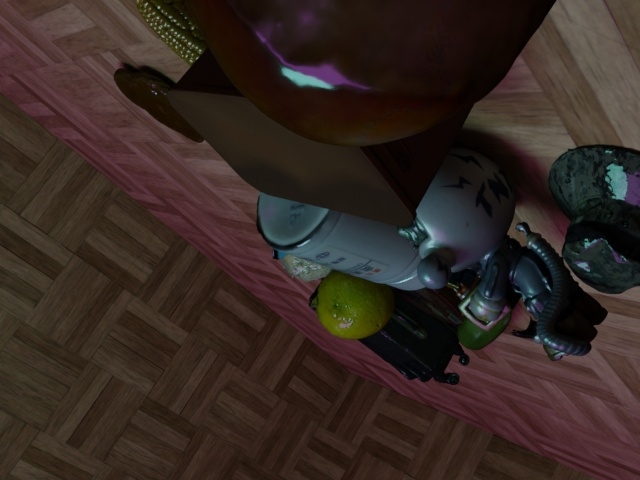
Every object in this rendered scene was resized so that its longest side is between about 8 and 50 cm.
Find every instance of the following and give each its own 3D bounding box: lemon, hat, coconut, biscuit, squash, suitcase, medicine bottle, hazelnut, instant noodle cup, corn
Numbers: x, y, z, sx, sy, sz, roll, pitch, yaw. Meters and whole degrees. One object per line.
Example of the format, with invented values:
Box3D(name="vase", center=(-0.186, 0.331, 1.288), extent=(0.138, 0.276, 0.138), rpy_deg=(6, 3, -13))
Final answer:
Box3D(name="lemon", center=(0.081, 0.141, 1.603), extent=(0.173, 0.206, 0.173), rpy_deg=(26, 123, 47))
Box3D(name="hat", center=(0.406, -0.001, 0.954), extent=(0.265, 0.128, 0.265), rpy_deg=(29, 160, 11))
Box3D(name="coconut", center=(0.000, -0.003, 1.649), extent=(0.194, 0.194, 0.194), rpy_deg=(30, 164, 9))
Box3D(name="biscuit", center=(-0.352, -0.317, 1.620), extent=(0.290, 0.041, 0.208), rpy_deg=(29, 165, 10))
Box3D(name="squash", center=(0.383, 0.194, 1.642), extent=(0.101, 0.101, 0.378), rpy_deg=(30, 163, 10))
Box3D(name="suitcase", center=(0.185, 0.213, 1.900), extent=(0.434, 0.194, 0.283), rpy_deg=(36, 164, -11))
Box3D(name="medicine bottle", center=(0.073, -0.033, 1.201), extent=(0.332, 0.190, 0.190), rpy_deg=(20, 177, -42))
Box3D(name="hazelnut", center=(0.026, -0.256, 0.552), extent=(0.366, 0.366, 0.366), rpy_deg=(30, 164, 9))
Box3D(name="instant noodle cup", center=(0.231, 0.079, 1.578), extent=(0.274, 0.091, 0.274), rpy_deg=(36, 169, 8))
Box3D(name="corn", center=(-0.181, -0.319, 1.169), extent=(0.313, 0.102, 0.102), rpy_deg=(35, 164, -10))

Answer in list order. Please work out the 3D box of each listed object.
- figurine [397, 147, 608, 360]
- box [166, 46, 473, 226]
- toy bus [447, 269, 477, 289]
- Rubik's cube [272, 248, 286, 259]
Box3D(name="figurine", center=(0.252, 0.008, 1.061), extent=(0.382, 0.261, 0.186), rpy_deg=(49, 122, 5))
Box3D(name="box", center=(0.011, -0.195, 0.933), extent=(0.339, 0.229, 0.239), rpy_deg=(18, 158, 44))
Box3D(name="toy bus", center=(0.188, 0.002, 1.405), extent=(0.335, 0.121, 0.123), rpy_deg=(24, 176, 28))
Box3D(name="Rubik's cube", center=(-0.048, -0.173, 1.304), extent=(0.234, 0.284, 0.250), rpy_deg=(52, -170, -52))
